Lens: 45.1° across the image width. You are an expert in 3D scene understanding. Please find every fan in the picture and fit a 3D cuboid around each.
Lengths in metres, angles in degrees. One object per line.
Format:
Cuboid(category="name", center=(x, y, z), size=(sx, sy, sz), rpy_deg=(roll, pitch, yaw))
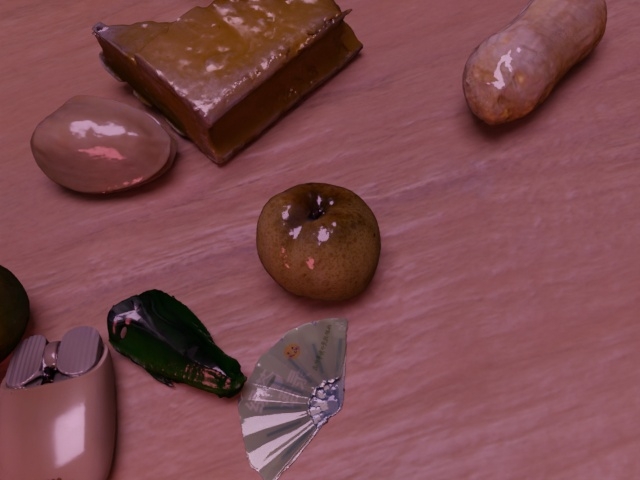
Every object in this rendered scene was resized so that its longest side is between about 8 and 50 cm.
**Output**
Cuboid(category="fan", center=(-0.034, 0.193, 0.982), size=(0.131, 0.009, 0.240), rpy_deg=(15, 60, 20))

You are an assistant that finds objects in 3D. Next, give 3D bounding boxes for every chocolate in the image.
Cuboid(category="chocolate", center=(0.324, -0.289, 1.181), size=(0.134, 0.134, 0.309), rpy_deg=(33, 64, 26))

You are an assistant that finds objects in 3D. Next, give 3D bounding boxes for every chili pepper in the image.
Cuboid(category="chili pepper", center=(-0.183, 0.135, 1.011), size=(0.216, 0.062, 0.108), rpy_deg=(28, 65, 22))

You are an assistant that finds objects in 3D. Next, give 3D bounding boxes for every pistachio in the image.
Cuboid(category="pistachio", center=(-0.335, -0.149, 1.189), size=(0.223, 0.126, 0.152), rpy_deg=(-1, 90, 2))

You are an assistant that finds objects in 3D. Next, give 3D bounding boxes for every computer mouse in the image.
Cuboid(category="computer mouse", center=(-0.330, 0.219, 0.964), size=(0.145, 0.082, 0.236), rpy_deg=(-10, 57, 3))

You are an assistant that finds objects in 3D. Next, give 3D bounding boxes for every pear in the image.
Cuboid(category="pear", center=(0.000, 0.000, 1.026), size=(0.167, 0.136, 0.167), rpy_deg=(3, 42, -3))

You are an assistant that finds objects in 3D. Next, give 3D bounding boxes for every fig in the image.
Cuboid(category="fig", center=(-0.475, 0.094, 1.009), size=(0.181, 0.191, 0.181), rpy_deg=(2, 95, 25))

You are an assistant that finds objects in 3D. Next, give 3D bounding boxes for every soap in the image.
Cuboid(category="soap", center=(-0.148, -0.334, 1.256), size=(0.304, 0.169, 0.339), rpy_deg=(42, 70, 18))
